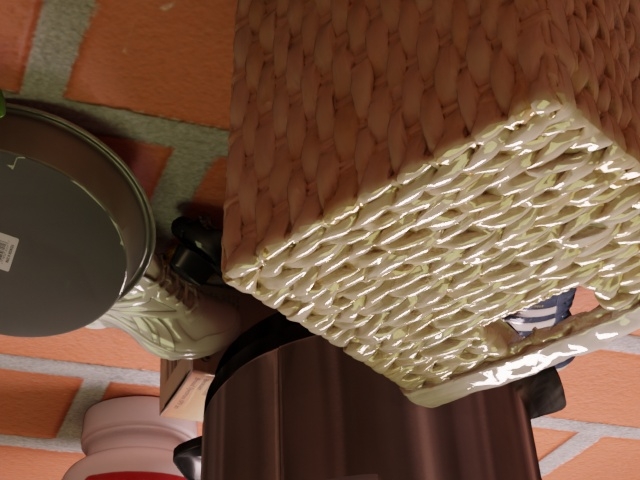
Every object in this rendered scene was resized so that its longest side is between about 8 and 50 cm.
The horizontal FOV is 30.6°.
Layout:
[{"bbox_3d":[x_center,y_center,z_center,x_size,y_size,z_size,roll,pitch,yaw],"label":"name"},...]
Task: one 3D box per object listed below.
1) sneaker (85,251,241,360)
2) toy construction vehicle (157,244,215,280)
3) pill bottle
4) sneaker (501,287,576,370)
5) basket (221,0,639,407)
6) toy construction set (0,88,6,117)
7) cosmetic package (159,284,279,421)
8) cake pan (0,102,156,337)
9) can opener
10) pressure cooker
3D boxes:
[{"bbox_3d":[-0.191,0.060,1.324,0.232,0.090,0.115,16,132,-17],"label":"sneaker"},{"bbox_3d":[-0.186,0.033,1.384,0.098,0.035,0.086,-20,134,21],"label":"toy construction vehicle"},{"bbox_3d":[-0.267,0.444,1.685,0.229,0.407,0.229,-2,149,-1],"label":"pill bottle"},{"bbox_3d":[0.259,0.051,1.348,0.148,0.131,0.350,-15,147,27],"label":"sneaker"},{"bbox_3d":[0.121,-0.099,0.920,0.328,0.331,0.266,-28,135,34],"label":"basket"},{"bbox_3d":[-0.393,-0.062,0.976,0.237,0.308,0.257,-10,156,2],"label":"toy construction set"},{"bbox_3d":[-0.046,0.162,1.508,0.296,0.129,0.153,9,145,-19],"label":"cosmetic package"},{"bbox_3d":[-0.318,-0.007,1.196,0.293,0.054,0.293,2,131,3],"label":"cake pan"},{"bbox_3d":[-0.121,0.021,1.344,0.073,0.059,0.186,-51,154,-1],"label":"can opener"},{"bbox_3d":[0.057,0.255,1.238,0.370,0.420,0.375,14,135,-19],"label":"pressure cooker"}]
